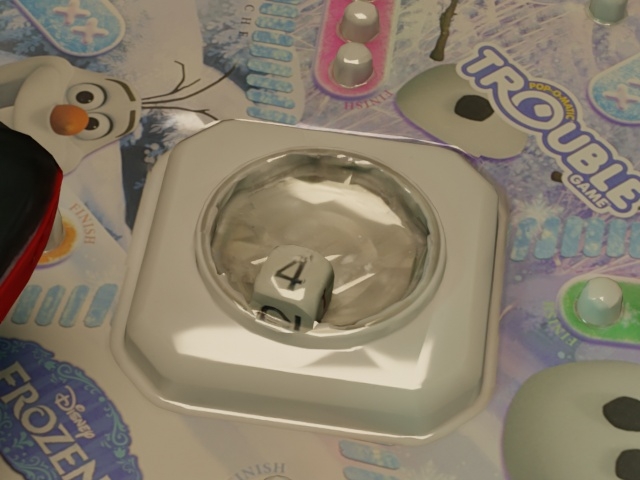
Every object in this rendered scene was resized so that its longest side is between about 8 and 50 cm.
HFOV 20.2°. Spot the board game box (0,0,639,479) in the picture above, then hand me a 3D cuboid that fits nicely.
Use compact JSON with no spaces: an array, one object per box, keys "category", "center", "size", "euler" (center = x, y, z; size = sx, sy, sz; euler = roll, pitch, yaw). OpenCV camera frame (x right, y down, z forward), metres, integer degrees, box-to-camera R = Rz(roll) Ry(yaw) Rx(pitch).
[{"category":"board game box","center":[0.000,0.000,0.594],"size":[0.390,0.050,0.390],"euler":[-29,58,-25]}]

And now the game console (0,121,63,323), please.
[{"category":"game console","center":[-0.310,0.045,0.489],"size":[0.387,0.060,0.342],"euler":[18,59,16]}]
